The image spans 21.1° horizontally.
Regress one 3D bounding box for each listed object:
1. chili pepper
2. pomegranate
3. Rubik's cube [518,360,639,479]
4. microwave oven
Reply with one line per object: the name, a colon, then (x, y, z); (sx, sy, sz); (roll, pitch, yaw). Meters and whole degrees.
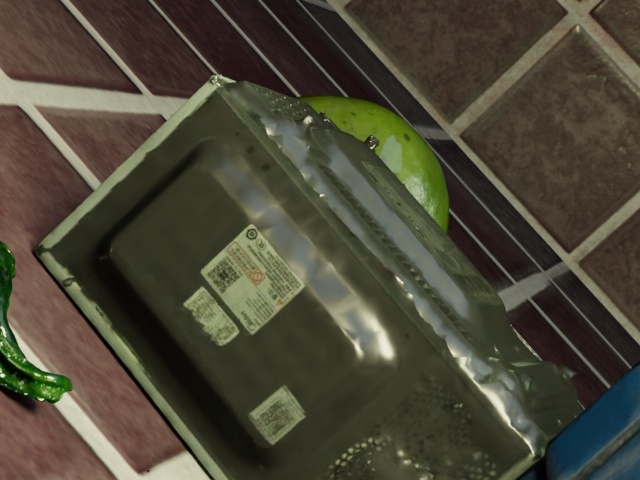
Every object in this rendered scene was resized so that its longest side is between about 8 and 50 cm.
chili pepper: (-0.167, 0.034, 0.883); (0.055, 0.035, 0.118); (13, 28, -39)
pomegranate: (0.002, 0.001, 1.290); (0.187, 0.187, 0.225); (41, 43, -27)
Rubik's cube: (0.218, 0.261, 0.758); (0.344, 0.337, 0.344); (45, 13, -7)
microwave oven: (0.013, 0.060, 1.069); (0.295, 0.181, 0.237); (50, 11, 14)
